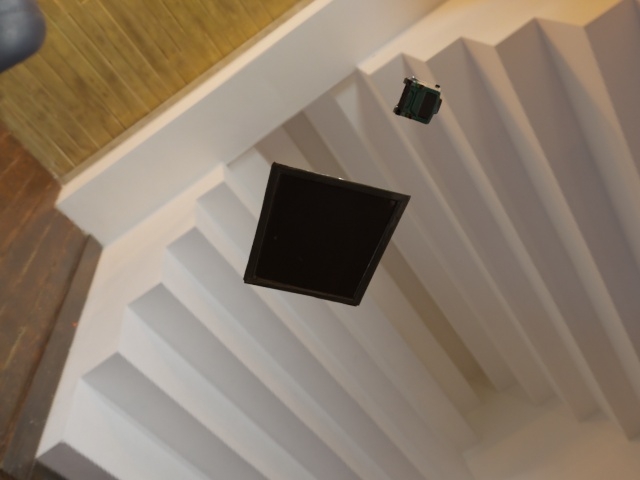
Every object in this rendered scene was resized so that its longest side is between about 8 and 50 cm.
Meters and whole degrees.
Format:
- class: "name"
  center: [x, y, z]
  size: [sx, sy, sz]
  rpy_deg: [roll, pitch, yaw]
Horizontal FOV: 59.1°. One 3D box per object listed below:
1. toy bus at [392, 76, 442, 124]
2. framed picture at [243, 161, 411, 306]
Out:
- class: "toy bus"
  center: [0.212, -0.298, 1.200]
  size: [0.091, 0.079, 0.160]
  rpy_deg: [21, 20, 5]
- class: "framed picture"
  center: [0.000, 0.000, 0.839]
  size: [0.014, 0.197, 0.252]
  rpy_deg: [-86, -168, -45]
